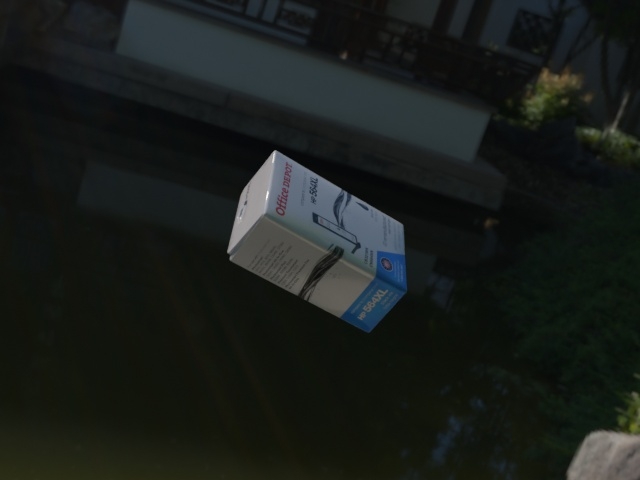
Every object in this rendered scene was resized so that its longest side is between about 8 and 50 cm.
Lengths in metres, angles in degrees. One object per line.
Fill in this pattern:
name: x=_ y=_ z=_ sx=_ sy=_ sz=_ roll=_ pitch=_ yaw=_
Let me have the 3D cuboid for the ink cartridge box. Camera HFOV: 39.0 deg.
ink cartridge box: x=0.000 y=0.000 z=1.118 sx=0.203 sy=0.086 sz=0.148 roll=29 pitch=33 yaw=-18
